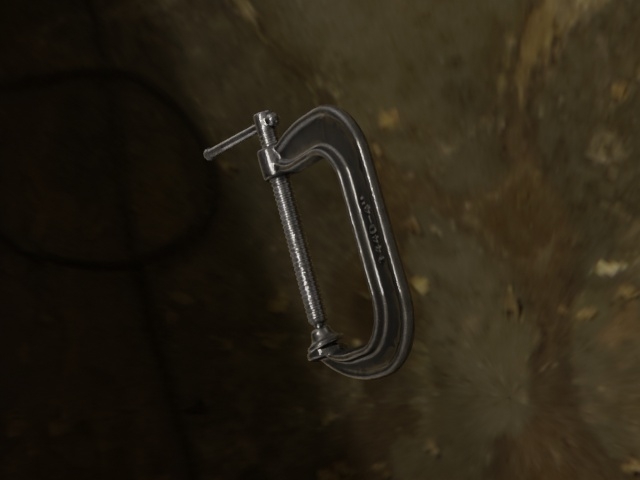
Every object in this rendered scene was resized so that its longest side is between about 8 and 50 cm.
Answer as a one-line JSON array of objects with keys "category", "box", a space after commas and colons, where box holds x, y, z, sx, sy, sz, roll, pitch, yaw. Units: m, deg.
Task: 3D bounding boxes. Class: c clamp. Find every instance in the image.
[{"category": "c clamp", "box": [0.000, 0.000, 0.974, 0.022, 0.137, 0.160, -9, 74, -34]}]
